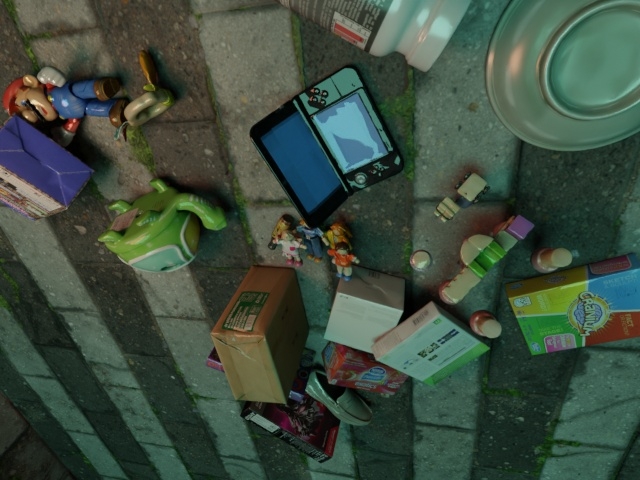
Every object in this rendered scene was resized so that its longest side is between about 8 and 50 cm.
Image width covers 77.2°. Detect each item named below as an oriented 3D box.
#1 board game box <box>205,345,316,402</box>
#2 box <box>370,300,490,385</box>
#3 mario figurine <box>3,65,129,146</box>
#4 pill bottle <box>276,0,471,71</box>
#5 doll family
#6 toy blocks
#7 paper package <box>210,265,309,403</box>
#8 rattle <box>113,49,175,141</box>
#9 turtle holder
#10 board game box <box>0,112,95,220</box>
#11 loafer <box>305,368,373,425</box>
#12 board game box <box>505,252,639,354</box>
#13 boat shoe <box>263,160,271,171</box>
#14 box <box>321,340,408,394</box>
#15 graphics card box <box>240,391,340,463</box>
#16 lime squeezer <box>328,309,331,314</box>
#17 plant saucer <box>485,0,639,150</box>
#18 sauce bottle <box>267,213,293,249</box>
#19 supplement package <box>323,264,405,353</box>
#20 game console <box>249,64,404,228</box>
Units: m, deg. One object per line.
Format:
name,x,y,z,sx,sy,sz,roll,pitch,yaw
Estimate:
board game box,-0.201,0.418,1.422,0.347,0.208,0.056,21,126,0
box,0.337,0.322,1.208,0.232,0.058,0.322,-42,127,18
mario figurine,-0.689,-0.346,1.059,0.321,0.170,0.197,1,107,9
pill bottle,0.085,-0.480,0.743,0.363,0.210,0.210,28,125,-4
doll family,0.000,0.000,1.160,0.263,0.118,0.163,12,139,19
toy blocks,0.399,0.044,1.033,0.309,0.260,0.288,44,96,13
paper package,-0.169,0.287,1.256,0.168,0.324,0.309,-2,121,15
rattle,-0.488,-0.363,1.033,0.200,0.130,0.142,-21,118,32
turtle holder,-0.458,-0.042,1.195,0.320,0.243,0.227,-39,130,-8
board game box,-0.837,-0.192,1.136,0.291,0.141,0.232,-6,142,39
loafer,0.075,0.599,1.529,0.320,0.112,0.111,34,133,-8
board game box,0.716,0.187,1.111,0.317,0.064,0.242,-20,116,26
boat shoe,-0.090,-0.186,1.090,0.137,0.049,0.043,33,83,-5
box,0.147,0.398,1.307,0.257,0.128,0.122,19,116,-23
graphics card box,-0.095,0.643,1.529,0.371,0.232,0.094,34,129,-8
lime squeezer,0.098,0.378,1.409,0.110,0.058,0.310,-1,123,15
plant saucer,0.539,-0.352,0.777,0.401,0.100,0.399,7,124,10
sauce bottle,-0.124,-0.021,1.208,0.042,0.042,0.128,29,123,-5
supplement package,0.134,0.210,1.228,0.195,0.149,0.203,16,126,4
game console,0.027,-0.215,0.959,0.250,0.173,0.293,-21,116,26
